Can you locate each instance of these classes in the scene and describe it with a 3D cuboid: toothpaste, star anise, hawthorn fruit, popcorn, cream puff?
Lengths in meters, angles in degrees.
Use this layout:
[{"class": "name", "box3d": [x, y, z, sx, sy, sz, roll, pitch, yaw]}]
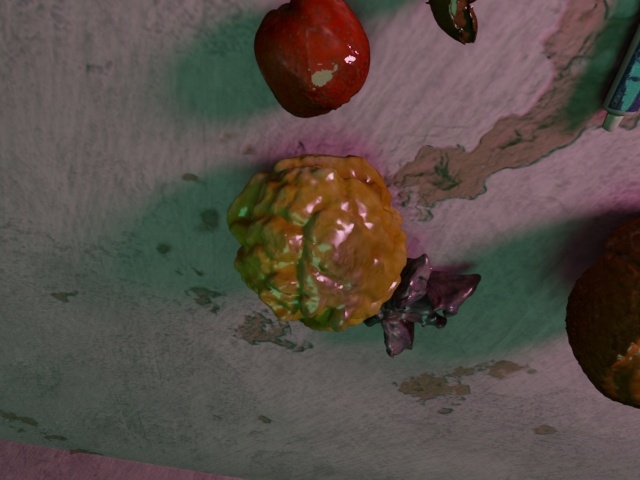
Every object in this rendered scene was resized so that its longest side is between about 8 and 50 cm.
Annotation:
[{"class": "toothpaste", "box3d": [0.339, -0.203, 0.419, 0.057, 0.035, 0.197, 1, 131, 0]}, {"class": "star anise", "box3d": [0.142, 0.109, 0.703, 0.198, 0.110, 0.257, 23, 139, -15]}, {"class": "hawthorn fruit", "box3d": [-0.007, -0.190, 0.424, 0.128, 0.128, 0.128, 4, 135, 4]}, {"class": "popcorn", "box3d": [-0.006, 0.005, 0.562, 0.249, 0.249, 0.225, 42, 155, -29]}, {"class": "cream puff", "box3d": [0.487, 0.083, 0.560, 0.303, 0.212, 0.303, 1, 126, 2]}]

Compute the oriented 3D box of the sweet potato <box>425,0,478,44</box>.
[{"class": "sweet potato", "box3d": [0.135, -0.313, 0.300, 0.124, 0.098, 0.310, 1, 131, 17]}]
